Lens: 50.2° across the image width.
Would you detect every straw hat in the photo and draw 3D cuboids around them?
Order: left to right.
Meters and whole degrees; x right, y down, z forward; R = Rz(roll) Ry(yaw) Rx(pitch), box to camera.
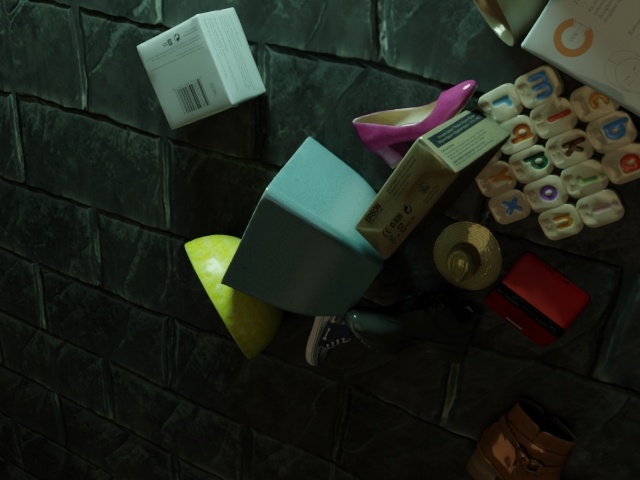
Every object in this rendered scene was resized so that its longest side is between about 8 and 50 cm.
[{"bbox_3d":[0.265,0.041,1.280,0.144,0.061,0.144,13,119,25],"label":"straw hat"}]

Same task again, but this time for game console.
[{"bbox_3d":[0.396,0.111,1.265,0.144,0.085,0.124,39,158,10],"label":"game console"}]

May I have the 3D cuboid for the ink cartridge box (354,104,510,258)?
[{"bbox_3d":[0.186,-0.098,1.158,0.088,0.193,0.235,45,135,11],"label":"ink cartridge box"}]

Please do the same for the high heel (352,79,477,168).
[{"bbox_3d":[0.161,-0.229,1.199,0.117,0.082,0.244,44,141,-7],"label":"high heel"}]

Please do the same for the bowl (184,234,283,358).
[{"bbox_3d":[-0.157,0.094,1.485,0.156,0.289,0.289,-30,97,-6],"label":"bowl"}]

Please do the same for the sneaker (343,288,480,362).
[{"bbox_3d":[0.177,0.146,1.299,0.130,0.286,0.109,-67,31,25],"label":"sneaker"}]

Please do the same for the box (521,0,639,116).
[{"bbox_3d":[0.486,-0.273,0.910,0.345,0.168,0.215,36,121,12],"label":"box"}]

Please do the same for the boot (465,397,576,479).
[{"bbox_3d":[0.452,0.458,1.360,0.283,0.109,0.220,38,123,19],"label":"boot"}]

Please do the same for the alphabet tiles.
[{"bbox_3d":[0.384,-0.142,1.142,0.278,0.021,0.284,-24,99,40],"label":"alphabet tiles"}]

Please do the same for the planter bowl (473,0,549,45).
[{"bbox_3d":[0.288,-0.386,1.009,0.109,0.162,0.162,-32,95,11],"label":"planter bowl"}]

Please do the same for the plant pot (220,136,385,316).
[{"bbox_3d":[0.000,0.000,1.321,0.252,0.247,0.248,30,126,-1],"label":"plant pot"}]

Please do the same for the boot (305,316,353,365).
[{"bbox_3d":[0.027,0.212,1.504,0.086,0.069,0.190,25,122,22],"label":"boot"}]

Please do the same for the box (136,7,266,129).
[{"bbox_3d":[-0.236,-0.340,1.361,0.181,0.119,0.182,-12,106,35],"label":"box"}]
